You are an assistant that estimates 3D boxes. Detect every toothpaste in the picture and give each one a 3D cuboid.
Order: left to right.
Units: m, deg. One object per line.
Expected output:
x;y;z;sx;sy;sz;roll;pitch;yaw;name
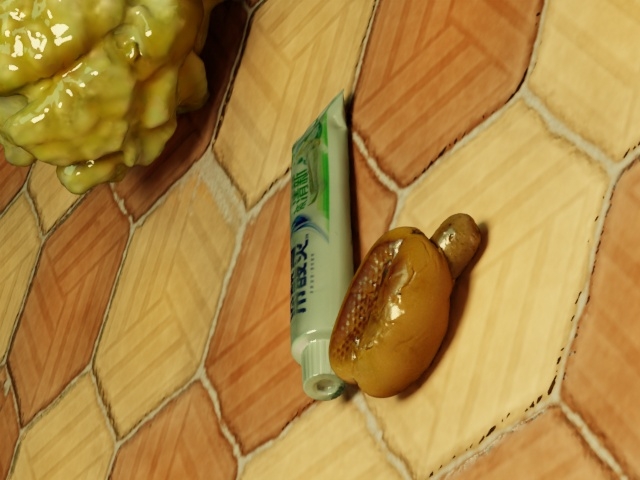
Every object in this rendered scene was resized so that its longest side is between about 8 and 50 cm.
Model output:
0.000;0.000;1.372;0.075;0.048;0.297;-47;30;36;toothpaste

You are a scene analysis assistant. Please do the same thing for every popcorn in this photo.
-0.235;-0.209;1.703;0.274;0.279;0.335;-36;45;21;popcorn

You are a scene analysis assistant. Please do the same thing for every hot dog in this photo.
0.058;0.041;1.219;0.090;0.060;0.140;29;102;60;hot dog
